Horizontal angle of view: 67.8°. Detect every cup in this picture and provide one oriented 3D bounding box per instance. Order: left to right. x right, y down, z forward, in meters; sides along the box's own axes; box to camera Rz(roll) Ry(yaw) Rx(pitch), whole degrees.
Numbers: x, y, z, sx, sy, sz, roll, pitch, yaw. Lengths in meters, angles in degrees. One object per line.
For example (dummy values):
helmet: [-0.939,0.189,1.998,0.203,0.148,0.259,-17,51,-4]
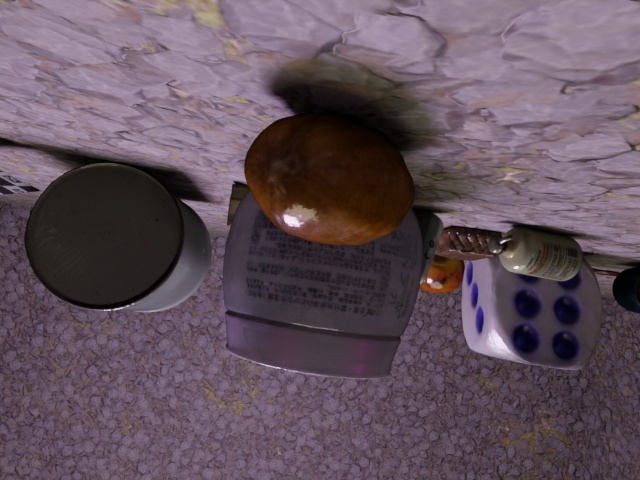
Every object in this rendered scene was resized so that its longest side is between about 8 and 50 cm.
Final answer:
cup: [0.747,0.114,1.052,0.150,0.113,0.138,10,178,12]

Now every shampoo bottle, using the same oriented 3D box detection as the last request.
shampoo bottle: [0.000,0.050,0.669,0.273,0.266,0.273,10,176,1]
shampoo bottle: [0.352,0.020,0.798,0.162,0.079,0.079,10,176,-19]

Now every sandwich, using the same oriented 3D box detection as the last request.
sandwich: [-0.146,-0.051,0.874,0.114,0.079,0.163,5,176,34]

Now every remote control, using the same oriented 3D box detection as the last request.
remote control: [0.079,0.006,0.886,0.066,0.127,0.335,26,168,-29]

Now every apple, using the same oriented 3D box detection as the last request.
apple: [0.308,0.071,1.254,0.147,0.146,0.146,9,176,1]

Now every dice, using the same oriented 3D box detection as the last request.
dice: [0.472,0.145,1.101,0.243,0.259,0.251,6,175,3]

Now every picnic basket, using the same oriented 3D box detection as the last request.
picnic basket: [0.299,0.011,0.988,0.110,0.054,0.193,8,174,5]

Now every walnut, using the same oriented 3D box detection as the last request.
walnut: [0.017,-0.049,0.407,0.116,0.115,0.207,6,-177,32]

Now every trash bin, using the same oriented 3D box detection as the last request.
trash bin: [-0.374,0.012,0.968,0.281,0.280,0.432,9,173,-8]

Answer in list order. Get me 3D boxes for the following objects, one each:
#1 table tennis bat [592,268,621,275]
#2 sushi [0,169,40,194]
table tennis bat: [0.794,0.090,1.348,0.157,0.013,0.087,9,179,-25]
sushi: [-0.576,-0.141,0.761,0.215,0.050,0.192,2,157,32]
